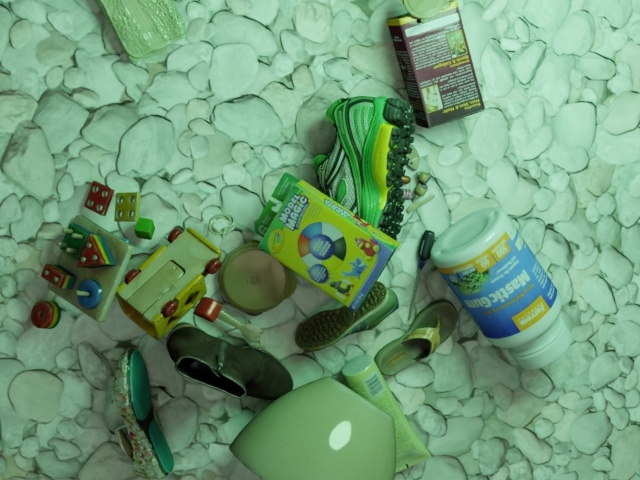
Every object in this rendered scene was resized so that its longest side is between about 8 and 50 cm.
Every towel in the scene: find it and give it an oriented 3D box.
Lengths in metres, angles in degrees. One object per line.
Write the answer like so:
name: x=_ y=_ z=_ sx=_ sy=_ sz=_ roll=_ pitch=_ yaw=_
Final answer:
towel: x=-0.285 y=-0.364 z=1.543 sx=0.110 sy=0.027 sz=0.148 roll=-30 pitch=107 yaw=-5

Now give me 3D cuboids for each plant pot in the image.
plant pot: x=0.016 y=0.341 z=1.646 sx=0.284 sy=0.284 sz=0.190 roll=34 pitch=85 yaw=-17

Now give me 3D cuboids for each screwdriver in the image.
screwdriver: x=0.172 y=0.062 z=1.744 sx=0.025 sy=0.024 sz=0.169 roll=20 pitch=106 yaw=14

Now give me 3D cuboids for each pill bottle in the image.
pill bottle: x=0.323 y=0.090 z=1.711 sx=0.152 sy=0.152 sz=0.272 roll=-37 pitch=106 yaw=-2

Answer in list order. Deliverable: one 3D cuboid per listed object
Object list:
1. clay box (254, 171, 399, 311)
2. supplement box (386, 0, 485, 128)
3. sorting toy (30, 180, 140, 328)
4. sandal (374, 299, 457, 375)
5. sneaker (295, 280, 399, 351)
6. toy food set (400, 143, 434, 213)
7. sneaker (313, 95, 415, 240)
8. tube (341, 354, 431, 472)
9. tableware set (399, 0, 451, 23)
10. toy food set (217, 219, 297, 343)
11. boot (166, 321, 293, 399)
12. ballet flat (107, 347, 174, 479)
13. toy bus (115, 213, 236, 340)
clay box: x=0.000 y=0.000 z=1.583 sx=0.222 sy=0.053 sz=0.127 roll=33 pitch=111 yaw=7
supplement box: x=0.191 y=-0.292 z=1.633 sx=0.104 sy=0.081 sz=0.188 roll=-19 pitch=105 yaw=-7
sorting toy: x=-0.374 y=0.033 z=1.561 sx=0.046 sy=0.132 sz=0.274 roll=14 pitch=102 yaw=-58
sandal: x=0.176 y=0.181 z=1.753 sx=0.180 sy=0.049 sz=0.072 roll=-39 pitch=107 yaw=-1
sneaker: x=0.055 y=0.142 z=1.709 sx=0.192 sy=0.064 sz=0.086 roll=-34 pitch=149 yaw=18
toy food set: x=0.149 y=-0.110 z=1.697 sx=0.078 sy=0.019 sz=0.122 roll=-32 pitch=107 yaw=-4
sneaker: x=0.062 y=-0.079 z=1.649 sx=0.146 sy=0.134 sz=0.343 roll=15 pitch=109 yaw=22
tube: x=0.112 y=0.318 z=1.770 sx=0.062 sy=0.070 sz=0.240 roll=-45 pitch=117 yaw=-41
tableware set: x=0.149 y=-0.435 z=1.586 sx=0.169 sy=0.020 sz=0.141 roll=34 pitch=77 yaw=9
toy food set: x=-0.108 y=0.065 z=1.678 sx=0.132 sy=0.038 sz=0.192 roll=32 pitch=100 yaw=-10
boot: x=-0.141 y=0.225 z=1.612 sx=0.248 sy=0.207 sz=0.090 roll=30 pitch=95 yaw=-17
ballet flat: x=-0.316 y=0.300 z=1.661 sx=0.077 sy=0.091 sz=0.240 roll=-11 pitch=102 yaw=13
toy bus: x=-0.235 y=0.065 z=1.609 sx=0.202 sy=0.104 sz=0.190 roll=-3 pitch=61 yaw=-3
